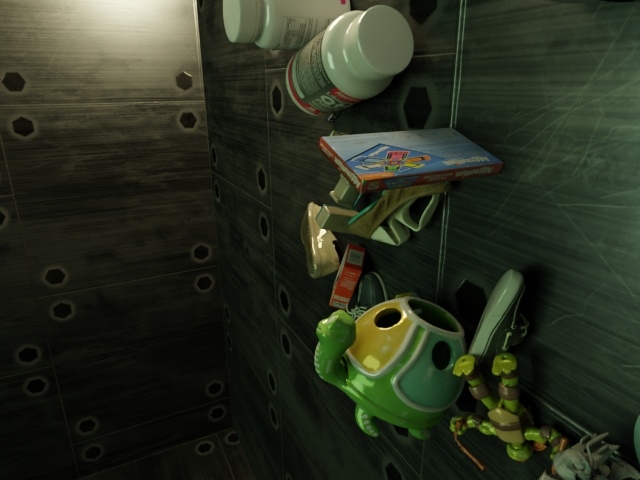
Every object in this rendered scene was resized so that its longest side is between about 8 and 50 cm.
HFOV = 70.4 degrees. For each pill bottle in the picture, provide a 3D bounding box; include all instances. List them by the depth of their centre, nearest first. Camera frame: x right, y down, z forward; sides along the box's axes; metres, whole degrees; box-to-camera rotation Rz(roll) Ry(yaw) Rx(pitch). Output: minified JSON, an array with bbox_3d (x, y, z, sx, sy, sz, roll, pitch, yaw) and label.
[{"bbox_3d":[0.058,-0.389,1.002,0.318,0.176,0.177,7,105,64],"label":"pill bottle"},{"bbox_3d":[-0.083,-0.554,1.113,0.160,0.283,0.161,32,127,58],"label":"pill bottle"}]

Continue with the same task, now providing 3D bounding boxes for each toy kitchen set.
[{"bbox_3d":[0.061,-0.151,1.195,0.207,0.122,0.166,-59,43,27],"label":"toy kitchen set"}]

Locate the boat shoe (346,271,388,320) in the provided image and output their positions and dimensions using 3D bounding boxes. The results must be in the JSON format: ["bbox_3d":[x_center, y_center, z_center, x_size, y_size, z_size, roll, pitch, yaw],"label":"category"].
[{"bbox_3d":[0.118,0.208,1.171,0.095,0.079,0.255,-2,86,63],"label":"boat shoe"}]

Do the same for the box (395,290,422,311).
[{"bbox_3d":[0.193,0.199,1.072,0.059,0.054,0.169,56,145,41],"label":"box"}]

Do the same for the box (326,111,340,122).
[{"bbox_3d":[0.035,-0.373,1.241,0.083,0.018,0.067,-37,66,62],"label":"box"}]

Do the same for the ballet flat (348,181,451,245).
[{"bbox_3d":[0.170,-0.064,0.992,0.124,0.116,0.342,54,146,9],"label":"ballet flat"}]

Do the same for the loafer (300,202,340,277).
[{"bbox_3d":[0.000,0.000,1.373,0.102,0.092,0.269,116,153,-49],"label":"loafer"}]

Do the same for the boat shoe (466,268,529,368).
[{"bbox_3d":[0.316,0.141,0.780,0.070,0.078,0.219,19,132,16],"label":"boat shoe"}]

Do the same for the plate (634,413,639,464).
[{"bbox_3d":[0.473,0.285,0.550,0.188,0.024,0.188,37,132,57],"label":"plate"}]

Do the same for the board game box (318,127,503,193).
[{"bbox_3d":[0.154,-0.142,0.764,0.145,0.281,0.027,54,145,44],"label":"board game box"}]

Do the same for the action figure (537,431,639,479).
[{"bbox_3d":[0.372,0.392,0.634,0.099,0.185,0.285,-135,25,-64],"label":"action figure"}]

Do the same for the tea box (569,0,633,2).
[{"bbox_3d":[0.272,-0.340,0.389,0.323,0.328,0.220,41,134,55],"label":"tea box"}]

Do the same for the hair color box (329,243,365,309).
[{"bbox_3d":[0.073,0.101,1.246,0.093,0.053,0.167,-75,0,-47],"label":"hair color box"}]

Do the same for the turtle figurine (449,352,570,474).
[{"bbox_3d":[0.329,0.299,0.775,0.269,0.087,0.217,-9,108,53],"label":"turtle figurine"}]

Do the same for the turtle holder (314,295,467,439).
[{"bbox_3d":[0.141,0.223,0.913,0.228,0.320,0.243,-62,-1,20],"label":"turtle holder"}]
